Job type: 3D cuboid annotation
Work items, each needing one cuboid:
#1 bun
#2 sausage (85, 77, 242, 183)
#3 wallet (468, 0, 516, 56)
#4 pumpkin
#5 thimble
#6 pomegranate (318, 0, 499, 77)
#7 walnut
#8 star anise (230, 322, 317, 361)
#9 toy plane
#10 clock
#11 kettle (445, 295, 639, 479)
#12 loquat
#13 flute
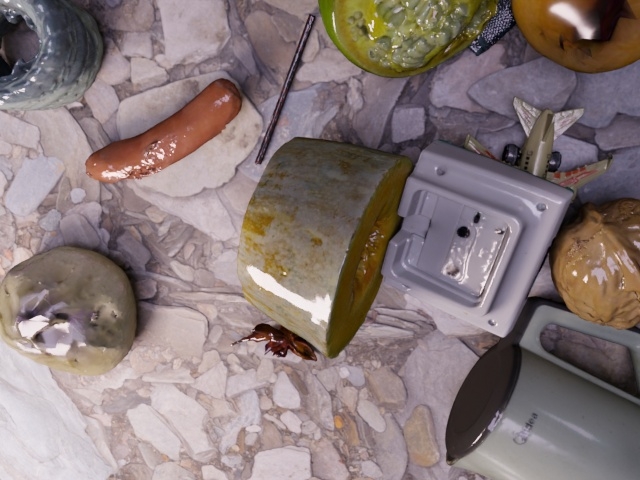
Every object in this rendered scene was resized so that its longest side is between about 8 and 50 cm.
[{"bbox_3d":[-0.490,0.145,1.076,0.273,0.168,0.272,1,111,2],"label":"bun"},{"bbox_3d":[-0.273,-0.177,0.983,0.327,0.079,0.087,-25,112,17],"label":"sausage"},{"bbox_3d":[0.266,-0.360,0.864,0.088,0.026,0.129,45,109,-6],"label":"wallet"},{"bbox_3d":[0.000,0.000,0.882,0.199,0.332,0.332,19,110,19],"label":"pumpkin"},{"bbox_3d":[-0.501,-0.320,0.932,0.250,0.172,0.204,-14,100,10],"label":"thimble"},{"bbox_3d":[0.100,-0.383,0.760,0.261,0.260,0.340,-29,122,16],"label":"pomegranate"},{"bbox_3d":[0.454,0.034,0.860,0.198,0.198,0.245,-30,140,17],"label":"walnut"},{"bbox_3d":[-0.087,0.172,1.081,0.141,0.144,0.158,-26,115,-30],"label":"star anise"},{"bbox_3d":[0.336,-0.100,0.901,0.229,0.092,0.244,10,109,4],"label":"toy plane"},{"bbox_3d":[0.228,0.005,0.881,0.231,0.116,0.262,27,124,24],"label":"clock"},{"bbox_3d":[0.452,0.304,0.951,0.377,0.250,0.361,29,89,2],"label":"kettle"},{"bbox_3d":[0.377,-0.341,0.748,0.235,0.235,0.234,3,107,8],"label":"loquat"},{"bbox_3d":[-0.063,-0.252,0.959,0.014,0.014,0.269,24,110,1],"label":"flute"}]
